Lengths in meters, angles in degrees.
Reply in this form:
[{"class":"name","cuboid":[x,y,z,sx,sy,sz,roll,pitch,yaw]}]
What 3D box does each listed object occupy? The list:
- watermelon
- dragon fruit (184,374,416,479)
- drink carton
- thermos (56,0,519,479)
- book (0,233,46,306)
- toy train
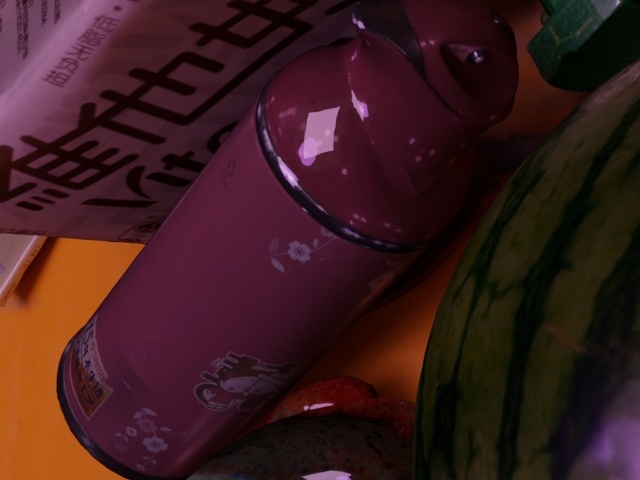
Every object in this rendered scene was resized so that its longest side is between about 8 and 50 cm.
[{"class":"watermelon","cuboid":[0.129,0.107,0.508,0.331,0.189,0.330,162,90,-71]},{"class":"dragon fruit","cuboid":[-0.002,0.189,0.724,0.295,0.130,0.268,-4,65,52]},{"class":"drink carton","cuboid":[-0.082,-0.115,0.804,0.324,0.194,0.132,-37,58,47]},{"class":"thermos","cuboid":[-0.004,0.004,0.771,0.330,0.136,0.109,-49,15,41]},{"class":"book","cuboid":[-0.205,-0.019,1.051,0.077,0.014,0.111,38,97,40]},{"class":"toy train","cuboid":[0.121,-0.166,0.759,0.104,0.071,0.178,-49,53,37]}]
